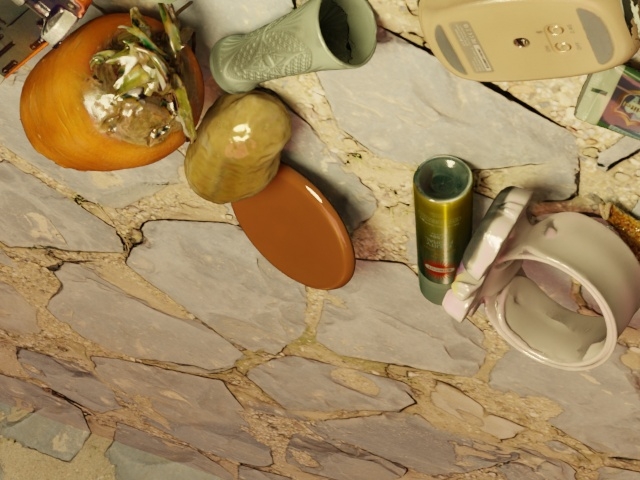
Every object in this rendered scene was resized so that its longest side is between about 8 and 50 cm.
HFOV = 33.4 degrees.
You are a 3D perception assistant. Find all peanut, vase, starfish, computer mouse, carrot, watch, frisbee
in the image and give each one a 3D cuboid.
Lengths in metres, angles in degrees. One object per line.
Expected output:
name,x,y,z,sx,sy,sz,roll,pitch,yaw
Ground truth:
peanut,-0.114,-0.127,1.474,0.129,0.129,0.224,27,151,-8
vase,-0.042,-0.231,1.280,0.219,0.096,0.096,-8,140,47
starfish,0.461,0.015,1.400,0.240,0.043,0.227,33,152,-30
computer mouse,0.216,-0.231,1.102,0.237,0.082,0.145,1,146,38
carrot,-0.247,-0.189,1.361,0.214,0.193,0.331,-14,-176,-25
watch,0.296,0.058,1.390,0.231,0.196,0.244,34,146,16
frisbee,-0.048,-0.023,1.623,0.251,0.021,0.250,30,145,25

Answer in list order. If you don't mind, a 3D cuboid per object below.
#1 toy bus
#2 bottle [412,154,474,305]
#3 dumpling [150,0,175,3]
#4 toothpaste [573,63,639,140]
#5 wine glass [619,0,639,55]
toy bus,-0.397,-0.304,1.339,0.143,0.153,0.329,38,146,-24
bottle,0.176,-0.006,1.519,0.082,0.082,0.286,14,151,15
dumpling,-0.226,-0.364,1.190,0.217,0.149,0.105,27,-175,-8
toothpaste,0.474,-0.104,1.161,0.392,0.061,0.098,19,144,6
wine glass,0.314,-0.291,0.831,0.191,0.190,0.357,6,143,27
